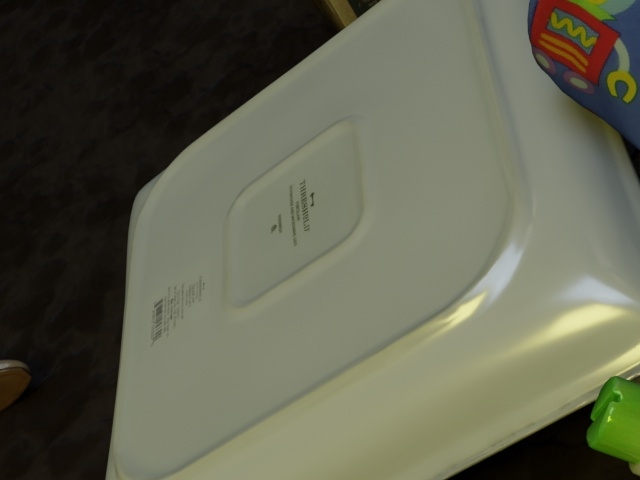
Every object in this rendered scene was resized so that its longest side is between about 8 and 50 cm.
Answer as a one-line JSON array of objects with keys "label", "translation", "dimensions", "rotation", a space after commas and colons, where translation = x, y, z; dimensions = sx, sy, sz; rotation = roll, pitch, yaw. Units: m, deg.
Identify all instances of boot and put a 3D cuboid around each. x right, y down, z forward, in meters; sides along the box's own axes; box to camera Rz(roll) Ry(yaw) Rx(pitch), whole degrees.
[{"label": "boot", "translation": [-0.242, 0.082, 0.839], "dimensions": [0.118, 0.042, 0.087], "rotation": [-25, 40, 13]}]

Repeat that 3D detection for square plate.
[{"label": "square plate", "translation": [0.000, 0.000, 0.677], "dimensions": [0.344, 0.049, 0.347], "rotation": [-33, 36, 24]}]

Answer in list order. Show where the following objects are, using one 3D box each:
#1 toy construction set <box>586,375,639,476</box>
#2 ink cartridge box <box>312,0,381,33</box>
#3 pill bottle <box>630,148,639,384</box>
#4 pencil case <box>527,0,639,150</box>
[{"label": "toy construction set", "translation": [0.130, 0.119, 0.360], "dimensions": [0.151, 0.215, 0.328], "rotation": [31, 44, 12]}, {"label": "ink cartridge box", "translation": [0.058, -0.249, 0.901], "dimensions": [0.193, 0.088, 0.235], "rotation": [-33, 41, 2]}, {"label": "pill bottle", "translation": [0.171, -0.005, 0.608], "dimensions": [0.137, 0.078, 0.078], "rotation": [-48, 42, -13]}, {"label": "pencil case", "translation": [0.224, -0.048, 0.503], "dimensions": [0.119, 0.133, 0.306], "rotation": [-26, 57, -38]}]
